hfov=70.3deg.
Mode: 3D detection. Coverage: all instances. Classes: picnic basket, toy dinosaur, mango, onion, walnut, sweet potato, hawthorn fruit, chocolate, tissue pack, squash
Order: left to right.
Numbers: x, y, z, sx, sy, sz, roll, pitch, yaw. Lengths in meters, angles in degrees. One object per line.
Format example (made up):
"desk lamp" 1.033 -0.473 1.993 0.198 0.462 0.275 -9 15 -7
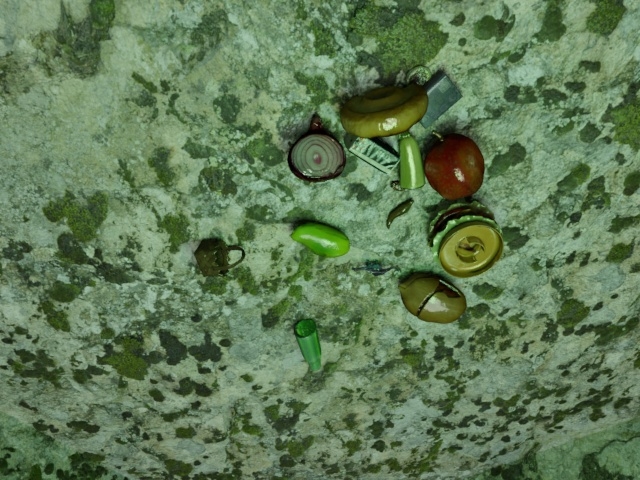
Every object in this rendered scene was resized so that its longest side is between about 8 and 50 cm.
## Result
"picnic basket" -0.371 0.069 1.720 0.178 0.128 0.138 -4 128 10
"chocolate" -0.047 0.492 2.078 0.110 0.110 0.291 -10 128 2
"onion" -0.015 -0.299 1.496 0.195 0.140 0.218 -5 89 -2
"mango" 0.000 0.000 1.719 0.232 0.111 0.125 12 119 -12
"tissue pack" 0.172 -0.304 1.518 0.170 0.103 0.090 28 115 -23
"toy dinosaur" 0.219 0.113 1.837 0.197 0.080 0.045 3 123 -8
"sweet potato" 0.294 -0.104 1.716 0.041 0.038 0.153 42 117 -4
"squash" 0.299 -0.290 1.562 0.094 0.094 0.224 -14 119 5
"walnut" 0.456 0.242 1.884 0.297 0.203 0.203 17 123 -3
"tissue pack" 0.361 -0.449 1.457 0.156 0.051 0.112 -41 129 20
"hawthorn fruit" 0.438 -0.264 1.515 0.205 0.205 0.253 -26 119 13

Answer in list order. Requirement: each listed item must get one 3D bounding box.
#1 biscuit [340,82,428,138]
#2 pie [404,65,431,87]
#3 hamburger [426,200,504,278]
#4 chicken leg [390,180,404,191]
"biscuit" 0.192 -0.394 1.375 0.274 0.213 0.091 -10 128 9
"pie" 0.310 -0.511 1.435 0.085 0.017 0.085 -3 126 -4
"hamburger" 0.532 -0.015 1.692 0.274 0.212 0.275 0 126 -1
"chicken leg" 0.293 -0.197 1.657 0.083 0.021 0.036 7 115 -11
